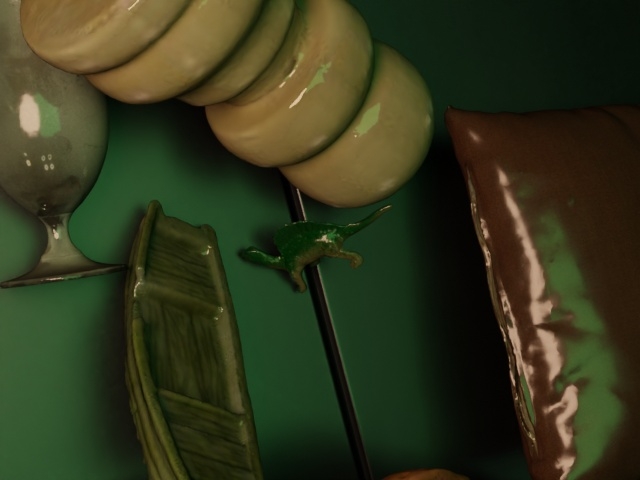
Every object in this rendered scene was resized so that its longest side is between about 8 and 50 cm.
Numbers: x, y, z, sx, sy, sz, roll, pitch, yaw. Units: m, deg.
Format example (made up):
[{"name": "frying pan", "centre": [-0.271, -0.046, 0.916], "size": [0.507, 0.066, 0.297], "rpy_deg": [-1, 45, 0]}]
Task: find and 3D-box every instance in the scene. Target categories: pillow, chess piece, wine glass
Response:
[{"name": "pillow", "centre": [0.255, 0.030, 1.017], "size": [0.305, 0.108, 0.308], "rpy_deg": [-9, 80, -27]}, {"name": "chess piece", "centre": [-0.037, -0.120, 0.891], "size": [0.299, 0.167, 0.167], "rpy_deg": [34, 77, -39]}, {"name": "wine glass", "centre": [-0.188, -0.073, 0.898], "size": [0.092, 0.093, 0.202], "rpy_deg": [-10, 92, -19]}]

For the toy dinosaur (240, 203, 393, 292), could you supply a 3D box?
[{"name": "toy dinosaur", "centre": [-0.001, 0.000, 0.964], "size": [0.060, 0.119, 0.029], "rpy_deg": [37, 38, -37]}]

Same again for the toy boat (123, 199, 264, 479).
[{"name": "toy boat", "centre": [-0.085, 0.098, 0.867], "size": [0.093, 0.293, 0.055], "rpy_deg": [25, 124, -36]}]

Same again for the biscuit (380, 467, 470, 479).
[{"name": "biscuit", "centre": [0.095, 0.328, 0.887], "size": [0.455, 0.078, 0.350], "rpy_deg": [0, 80, -47]}]
